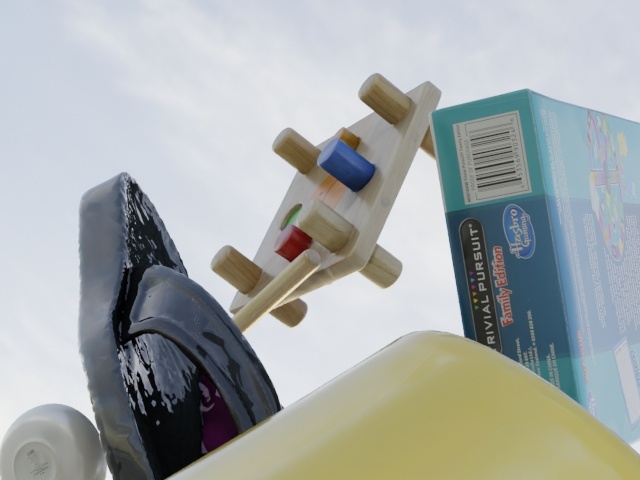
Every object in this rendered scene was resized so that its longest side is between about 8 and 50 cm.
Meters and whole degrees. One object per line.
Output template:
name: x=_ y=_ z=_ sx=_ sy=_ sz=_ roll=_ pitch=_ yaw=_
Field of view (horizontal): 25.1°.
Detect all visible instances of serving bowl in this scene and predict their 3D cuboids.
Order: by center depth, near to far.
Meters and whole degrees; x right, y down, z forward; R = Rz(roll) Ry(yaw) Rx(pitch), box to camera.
serving bowl: x=-0.191 y=0.156 z=0.997 sx=0.083 sy=0.027 sz=0.083 roll=-1 pitch=-92 yaw=21

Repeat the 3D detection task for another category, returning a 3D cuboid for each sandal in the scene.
sandal: x=-0.085 y=0.084 z=0.960 sx=0.107 sy=0.446 sz=0.167 roll=-25 pitch=-52 yaw=5

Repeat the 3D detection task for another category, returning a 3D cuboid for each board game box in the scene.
board game box: x=0.199 y=0.030 z=1.103 sx=0.079 sy=0.336 sz=0.254 roll=-10 pitch=-95 yaw=27

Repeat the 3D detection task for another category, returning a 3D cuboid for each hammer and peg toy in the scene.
hammer and peg toy: x=0.000 y=0.000 z=1.566 sx=0.127 sy=0.361 sz=0.266 roll=37 pitch=-34 yaw=-19

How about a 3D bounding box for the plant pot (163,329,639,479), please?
plant pot: x=-0.007 y=0.159 z=0.368 sx=0.254 sy=0.239 sz=0.254 roll=44 pitch=-16 yaw=16
